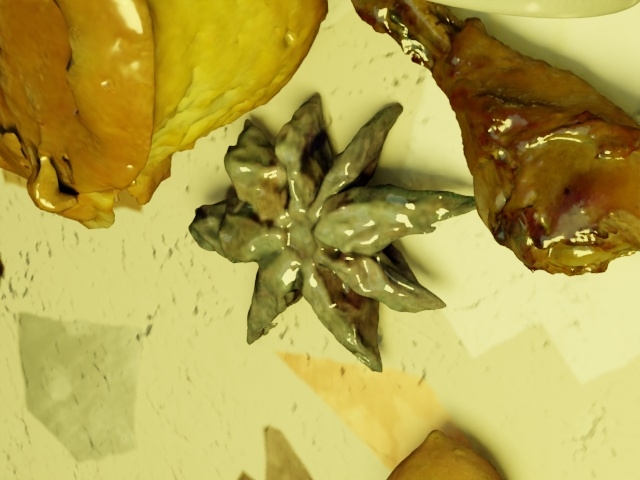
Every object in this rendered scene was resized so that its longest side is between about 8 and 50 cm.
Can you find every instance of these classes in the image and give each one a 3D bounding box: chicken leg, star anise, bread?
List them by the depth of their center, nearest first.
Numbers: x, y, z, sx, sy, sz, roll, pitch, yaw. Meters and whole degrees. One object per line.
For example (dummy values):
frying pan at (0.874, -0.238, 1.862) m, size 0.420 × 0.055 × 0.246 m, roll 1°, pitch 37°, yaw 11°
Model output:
chicken leg at (0.102, -0.079, 1.050) m, size 0.107 × 0.087 × 0.251 m, roll -44°, pitch 71°, yaw 17°
bread at (-0.140, -0.197, 1.053) m, size 0.358 × 0.204 × 0.337 m, roll 64°, pitch 161°, yaw 9°
star anise at (0.000, 0.000, 1.150) m, size 0.205 × 0.061 × 0.180 m, roll 19°, pitch 115°, yaw 28°

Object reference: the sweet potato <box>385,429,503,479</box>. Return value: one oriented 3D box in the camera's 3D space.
sweet potato at (0.076, 0.260, 1.164) m, size 0.097 × 0.097 × 0.291 m, roll 14°, pitch 113°, yaw 30°

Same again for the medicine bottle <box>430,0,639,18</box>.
medicine bottle at (0.106, -0.293, 0.891) m, size 0.208 × 0.208 × 0.339 m, roll 22°, pitch 116°, yaw 27°
